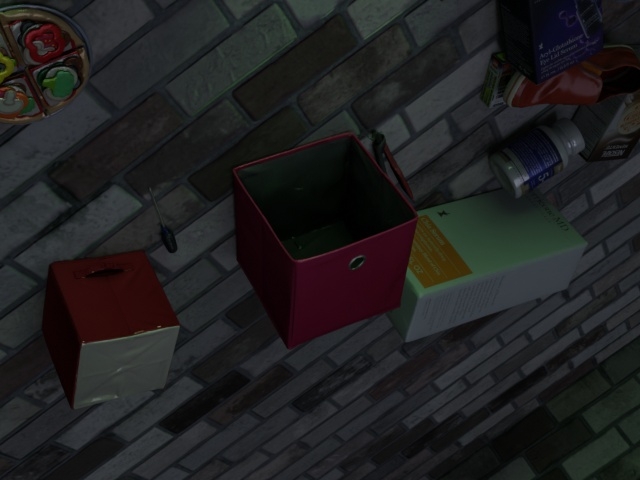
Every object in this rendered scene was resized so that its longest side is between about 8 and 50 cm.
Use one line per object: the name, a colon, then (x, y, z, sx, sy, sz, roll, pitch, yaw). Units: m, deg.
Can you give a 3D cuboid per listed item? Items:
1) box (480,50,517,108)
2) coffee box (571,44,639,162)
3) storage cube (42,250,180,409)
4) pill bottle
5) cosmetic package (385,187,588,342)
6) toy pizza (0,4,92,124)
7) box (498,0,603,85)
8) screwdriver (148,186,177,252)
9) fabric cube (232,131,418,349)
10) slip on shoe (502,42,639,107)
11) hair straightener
box: (0.425, -0.340, 1.793, 0.206, 0.036, 0.114, -17, 141, -21)
coffee box: (0.662, -0.300, 1.969, 0.141, 0.098, 0.247, -8, 137, -31)
storage cube: (-0.382, 0.160, 1.621, 0.183, 0.193, 0.215, -8, 137, -31)
pill bottle: (0.473, -0.184, 1.947, 0.186, 0.112, 0.112, -32, 144, -1)
cosmetic package: (0.337, 0.039, 2.003, 0.453, 0.230, 0.162, -15, 140, -25)
toy pizza: (-0.418, -0.239, 1.263, 0.201, 0.032, 0.201, -21, 143, -17)
box: (0.414, -0.414, 1.613, 0.153, 0.108, 0.207, -29, 136, -7)
screwdriver: (-0.290, -0.036, 1.615, 0.025, 0.024, 0.170, -6, 138, 11)
fabric cube: (0.000, 0.000, 1.672, 0.254, 0.259, 0.258, -19, 142, -21)
slip on shoe: (0.506, -0.316, 1.765, 0.331, 0.101, 0.123, -13, 141, -24)
hair straightener: (0.116, -0.134, 1.785, 0.089, 0.047, 0.230, -33, 144, -1)
